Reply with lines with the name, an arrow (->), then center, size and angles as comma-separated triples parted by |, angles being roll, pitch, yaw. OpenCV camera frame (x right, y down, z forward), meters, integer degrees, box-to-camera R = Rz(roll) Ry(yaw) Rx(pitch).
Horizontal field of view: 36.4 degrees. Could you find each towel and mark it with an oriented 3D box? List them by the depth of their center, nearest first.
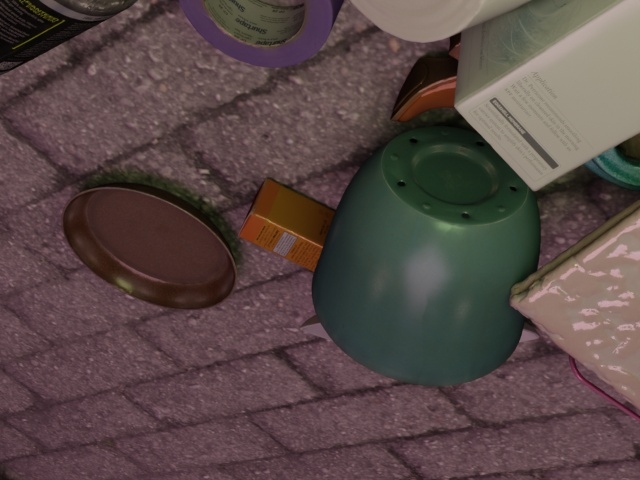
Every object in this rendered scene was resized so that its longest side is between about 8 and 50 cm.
towel -> 0.438, 0.080, 1.096 | 0.332, 0.053, 0.317 | 39, 126, -11

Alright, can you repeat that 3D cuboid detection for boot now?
boot -> 0.188, -0.171, 1.180 | 0.152, 0.073, 0.197 | 29, 145, -17

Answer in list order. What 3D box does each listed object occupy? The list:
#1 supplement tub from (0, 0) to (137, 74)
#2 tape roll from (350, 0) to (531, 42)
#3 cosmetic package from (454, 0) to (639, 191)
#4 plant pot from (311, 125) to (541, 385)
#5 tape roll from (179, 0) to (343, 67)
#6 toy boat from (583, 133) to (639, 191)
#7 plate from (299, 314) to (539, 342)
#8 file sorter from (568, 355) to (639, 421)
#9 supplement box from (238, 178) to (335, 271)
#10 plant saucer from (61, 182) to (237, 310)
supplement tub -> -0.331, -0.326, 1.113 | 0.338, 0.207, 0.207 | -14, 131, 37
tape roll -> 0.095, -0.328, 0.873 | 0.286, 0.100, 0.286 | 43, 148, 35
cosmetic package -> 0.261, -0.207, 0.944 | 0.225, 0.224, 0.138 | -30, 121, 33
plant pot -> 0.148, -0.001, 1.245 | 0.293, 0.293, 0.235 | 16, 135, 5
tape roll -> -0.066, -0.299, 1.130 | 0.189, 0.080, 0.189 | 12, 142, 10
toy boat -> 0.439, -0.111, 1.071 | 0.318, 0.148, 0.267 | 28, 142, -9
plate -> 0.157, 0.127, 1.521 | 0.278, 0.045, 0.277 | -16, 153, 38
file sorter -> 0.501, 0.109, 1.288 | 0.202, 0.182, 0.291 | 33, 141, -17
supplement box -> 0.000, 0.000, 1.472 | 0.233, 0.078, 0.080 | 25, 143, -5
plant saucer -> -0.279, 0.005, 1.631 | 0.311, 0.050, 0.310 | 13, 143, 10
